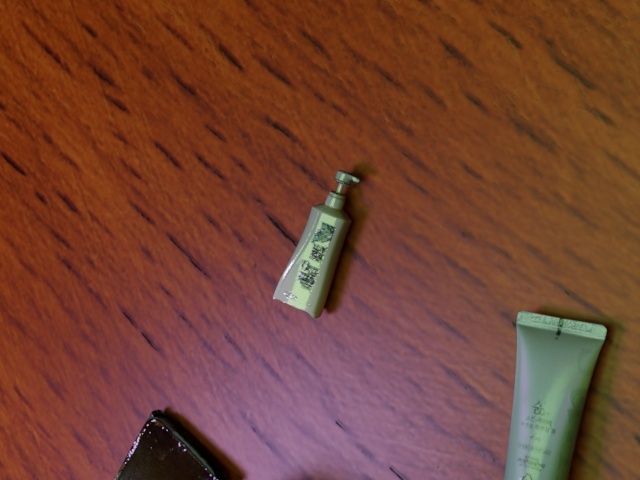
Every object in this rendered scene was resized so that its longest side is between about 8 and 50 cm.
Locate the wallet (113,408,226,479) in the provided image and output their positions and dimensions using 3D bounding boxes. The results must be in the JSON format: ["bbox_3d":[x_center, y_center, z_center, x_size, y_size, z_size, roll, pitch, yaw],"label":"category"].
[{"bbox_3d":[-0.184,0.300,1.203,0.122,0.031,0.232,40,107,29],"label":"wallet"}]

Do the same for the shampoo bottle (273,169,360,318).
[{"bbox_3d":[0.000,0.000,1.094,0.049,0.034,0.141,26,101,34],"label":"shampoo bottle"}]

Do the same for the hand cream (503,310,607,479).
[{"bbox_3d":[0.185,0.165,0.975,0.078,0.050,0.205,10,90,31],"label":"hand cream"}]
